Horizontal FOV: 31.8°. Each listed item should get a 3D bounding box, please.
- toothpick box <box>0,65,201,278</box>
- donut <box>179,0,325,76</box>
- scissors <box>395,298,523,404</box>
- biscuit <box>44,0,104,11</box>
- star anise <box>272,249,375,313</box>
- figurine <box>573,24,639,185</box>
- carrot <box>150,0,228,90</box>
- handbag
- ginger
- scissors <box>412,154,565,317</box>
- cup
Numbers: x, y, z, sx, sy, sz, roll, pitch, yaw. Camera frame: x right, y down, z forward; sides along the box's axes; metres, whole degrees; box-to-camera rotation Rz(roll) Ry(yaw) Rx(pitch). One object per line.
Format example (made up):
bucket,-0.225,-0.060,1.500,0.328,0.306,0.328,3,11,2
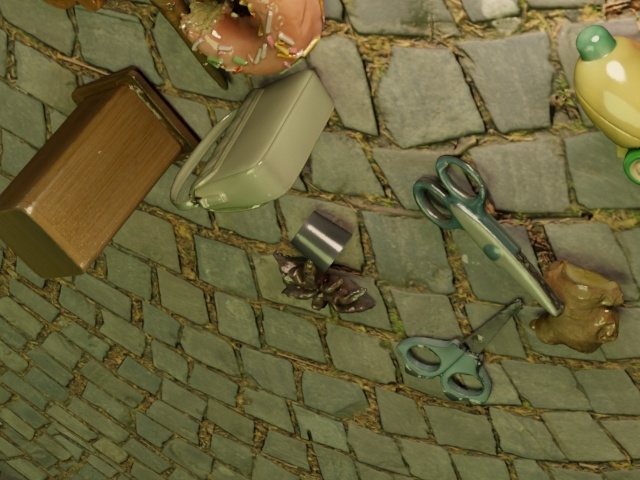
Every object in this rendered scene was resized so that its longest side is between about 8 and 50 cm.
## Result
toothpick box,-0.375,-0.101,1.820,0.190,0.308,0.187,-7,131,46
donut,-0.096,-0.307,1.533,0.199,0.085,0.233,29,148,1
scissors,0.260,0.183,1.936,0.191,0.029,0.360,33,147,-1
biscuit,-0.379,-0.398,1.689,0.133,0.027,0.184,46,145,-23
star anise,0.003,0.081,1.965,0.182,0.065,0.195,13,150,25
figurine,0.447,-0.170,1.258,0.325,0.124,0.222,10,138,24
carrot,-0.200,-0.314,1.643,0.049,0.049,0.254,1,140,37
handbag,-0.107,-0.132,1.614,0.219,0.256,0.079,-12,127,37
ginger,0.388,0.115,1.708,0.137,0.074,0.213,36,147,24
scissors,0.255,0.001,1.649,0.289,0.041,0.138,48,142,4
cup,0.000,0.000,1.874,0.077,0.078,0.100,37,177,1
